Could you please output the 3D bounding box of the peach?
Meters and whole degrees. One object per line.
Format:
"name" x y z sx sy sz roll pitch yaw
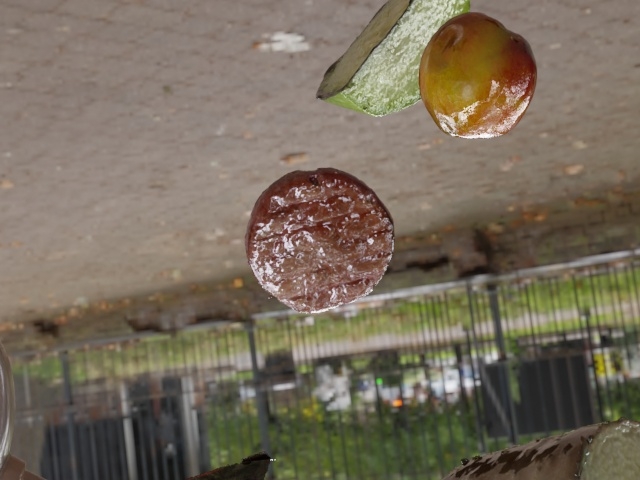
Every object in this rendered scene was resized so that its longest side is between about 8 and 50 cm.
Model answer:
"peach" 0.126 -0.132 0.881 0.101 0.100 0.101 -7 174 -1

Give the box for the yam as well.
"yam" 0.160 0.205 0.746 0.128 0.129 0.238 17 154 -17

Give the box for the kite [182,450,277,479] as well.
"kite" -0.100 0.207 0.740 0.189 0.009 0.232 -1 -159 25

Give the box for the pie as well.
"pie" 0.000 0.000 1.263 0.182 0.182 0.049 -7 -157 -5

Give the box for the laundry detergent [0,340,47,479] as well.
"laundry detergent" -0.318 0.133 0.883 0.237 0.171 0.076 28 -176 -13

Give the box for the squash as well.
"squash" 0.084 -0.191 1.084 0.192 0.085 0.184 -51 -169 -3
